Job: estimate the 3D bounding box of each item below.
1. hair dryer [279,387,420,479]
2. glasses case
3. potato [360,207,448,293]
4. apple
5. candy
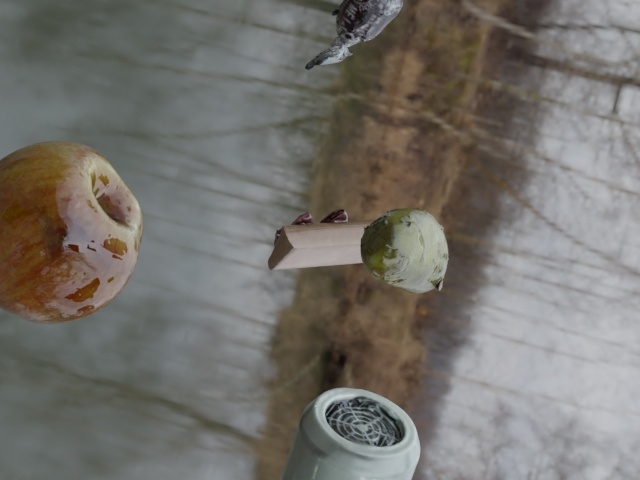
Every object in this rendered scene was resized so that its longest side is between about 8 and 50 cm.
[{"bbox_3d":[-0.071,0.242,0.954,0.357,0.107,0.173,-15,129,-45],"label":"hair dryer"},{"bbox_3d":[0.000,0.000,1.900,0.102,0.193,0.070,-44,-122,47],"label":"glasses case"},{"bbox_3d":[0.099,0.012,1.469,0.188,0.085,0.105,3,84,-66],"label":"potato"},{"bbox_3d":[-0.310,-0.009,1.429,0.211,0.188,0.211,51,25,-35],"label":"apple"},{"bbox_3d":[0.069,-0.268,1.392,0.226,0.051,0.094,-42,152,26],"label":"candy"}]
